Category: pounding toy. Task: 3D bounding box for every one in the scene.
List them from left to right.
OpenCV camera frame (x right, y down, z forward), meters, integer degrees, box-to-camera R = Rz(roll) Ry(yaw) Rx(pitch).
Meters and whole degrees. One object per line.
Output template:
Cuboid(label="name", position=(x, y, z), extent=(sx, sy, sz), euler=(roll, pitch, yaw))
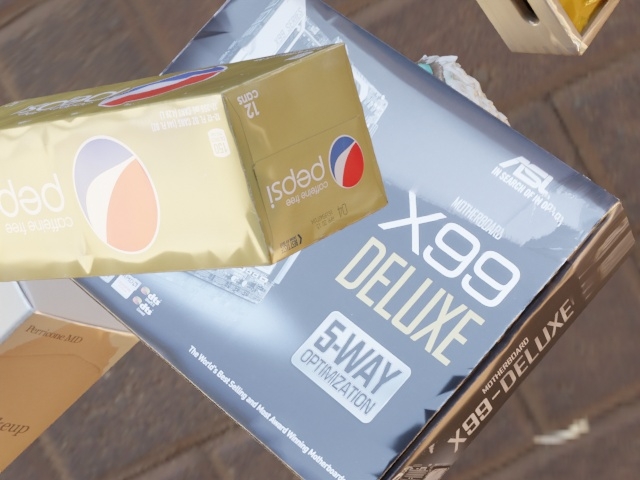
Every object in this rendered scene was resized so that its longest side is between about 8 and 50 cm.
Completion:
Cuboid(label="pounding toy", position=(0.191, -0.209, 1.279), extent=(0.130, 0.100, 0.141), euler=(-54, 126, -20))

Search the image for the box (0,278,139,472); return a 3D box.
Cuboid(label="box", position=(-0.317, 0.121, 1.495), extent=(0.311, 0.148, 0.121), euler=(-43, 57, 21))

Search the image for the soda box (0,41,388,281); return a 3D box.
Cuboid(label="soda box", position=(-0.067, -0.023, 0.606), extent=(0.181, 0.061, 0.058), euler=(-5, 106, 44))

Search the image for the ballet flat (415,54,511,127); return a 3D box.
Cuboid(label="ballet flat", position=(0.093, -0.069, 1.351), extent=(0.147, 0.409, 0.147), euler=(-1, 100, -8))

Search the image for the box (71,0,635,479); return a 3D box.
Cuboid(label="box", position=(0.000, 0.000, 1.079), extent=(0.307, 0.076, 0.242), euler=(38, 83, 29))
